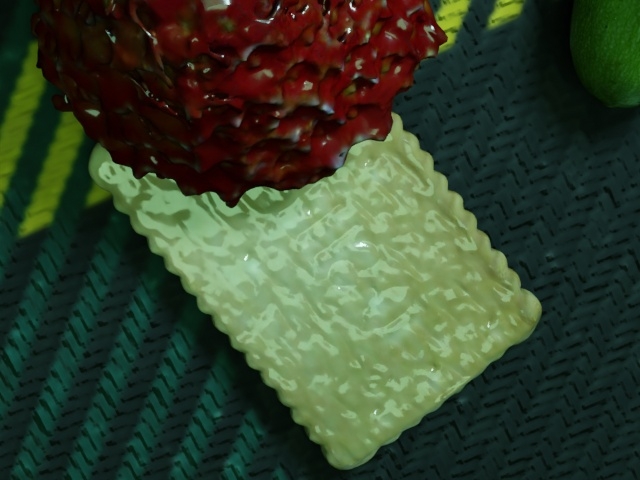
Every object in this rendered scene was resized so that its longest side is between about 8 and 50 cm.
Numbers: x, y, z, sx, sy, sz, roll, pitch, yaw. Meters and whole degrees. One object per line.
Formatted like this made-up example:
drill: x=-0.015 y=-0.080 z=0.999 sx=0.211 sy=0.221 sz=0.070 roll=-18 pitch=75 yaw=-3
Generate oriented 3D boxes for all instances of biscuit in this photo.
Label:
biscuit: x=0.000 y=0.000 z=0.941 sx=0.160 sy=0.030 sz=0.249 roll=-39 pitch=106 yaw=3

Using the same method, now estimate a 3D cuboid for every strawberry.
strawberry: x=-0.043 y=-0.132 z=0.810 sx=0.234 sy=0.178 sz=0.233 roll=0 pitch=92 yaw=2

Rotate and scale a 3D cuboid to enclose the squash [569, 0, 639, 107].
squash: x=0.224 y=-0.240 z=0.840 sx=0.107 sy=0.107 sz=0.395 roll=17 pitch=112 yaw=-11
